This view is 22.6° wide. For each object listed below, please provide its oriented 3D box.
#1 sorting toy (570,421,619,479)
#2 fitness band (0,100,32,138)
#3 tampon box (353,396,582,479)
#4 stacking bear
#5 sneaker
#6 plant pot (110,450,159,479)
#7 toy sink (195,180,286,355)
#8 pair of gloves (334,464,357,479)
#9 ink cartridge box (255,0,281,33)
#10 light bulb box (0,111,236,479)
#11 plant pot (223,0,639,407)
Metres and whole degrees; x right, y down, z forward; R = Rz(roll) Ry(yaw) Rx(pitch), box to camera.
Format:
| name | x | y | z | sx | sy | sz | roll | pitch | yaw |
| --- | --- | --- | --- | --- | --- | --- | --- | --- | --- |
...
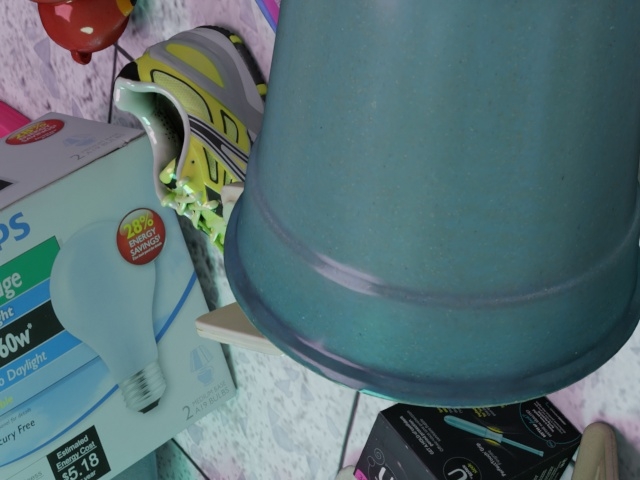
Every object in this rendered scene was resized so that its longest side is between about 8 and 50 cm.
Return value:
| name | x | y | z | sx | sy | sz | roll | pitch | yaw |
| --- | --- | --- | --- | --- | --- | --- | --- | --- | --- |
| sorting toy | 0.242 | 0.348 | 1.443 | 0.229 | 0.041 | 0.307 | -87 | 3 | -55 |
| fitness band | -0.439 | -0.087 | 2.229 | 0.291 | 0.054 | 0.209 | 30 | 128 | 41 |
| tampon box | 0.136 | 0.202 | 1.490 | 0.120 | 0.161 | 0.101 | 48 | 141 | 28 |
| stacking bear | -0.296 | -0.334 | 1.777 | 0.164 | 0.175 | 0.289 | -7 | 132 | 20 |
| sneaker | -0.093 | -0.038 | 1.689 | 0.385 | 0.147 | 0.145 | 60 | 143 | 11 |
| plant pot | -0.341 | 0.374 | 2.110 | 0.247 | 0.247 | 0.252 | -60 | 42 | 49 |
| toy sink | 0.000 | 0.000 | 1.503 | 0.152 | 0.234 | 0.131 | 8 | 115 | 53 |
| pair of gloves | 0.092 | 0.338 | 1.731 | 0.240 | 0.042 | 0.204 | 55 | 144 | 20 |
| ink cartridge box | -0.036 | -0.236 | 1.430 | 0.186 | 0.065 | 0.311 | 61 | -179 | 11 |
| light bulb box | -0.338 | 0.091 | 1.869 | 0.225 | 0.358 | 0.361 | 13 | 128 | 49 |
| plant pot | 0.101 | -0.115 | 1.184 | 0.341 | 0.341 | 0.334 | 39 | 141 | 36 |
